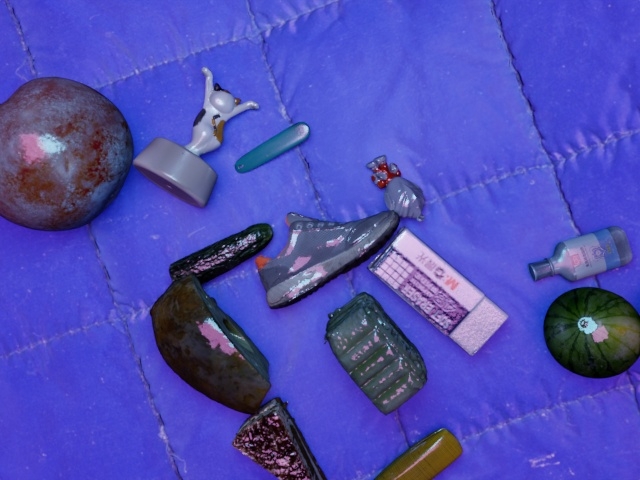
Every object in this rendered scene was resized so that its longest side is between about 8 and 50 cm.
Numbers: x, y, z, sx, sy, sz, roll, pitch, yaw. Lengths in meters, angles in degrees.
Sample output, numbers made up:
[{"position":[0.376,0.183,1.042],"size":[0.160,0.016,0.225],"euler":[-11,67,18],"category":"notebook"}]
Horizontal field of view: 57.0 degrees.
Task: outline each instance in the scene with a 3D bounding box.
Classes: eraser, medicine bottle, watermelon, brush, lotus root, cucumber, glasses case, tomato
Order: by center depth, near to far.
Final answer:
[{"position":[-0.540,-0.171,1.189],"size":[0.282,0.316,0.316],"euler":[40,92,-8],"category":"tomato"},{"position":[0.561,0.192,1.211],"size":[0.188,0.215,0.188],"euler":[-13,64,29],"category":"watermelon"},{"position":[-0.235,0.239,1.233],"size":[0.314,0.142,0.210],"euler":[39,104,-5],"category":"lotus root"},{"position":[0.249,0.106,1.265],"size":[0.287,0.086,0.130],"euler":[42,93,2],"category":"eraser"},{"position":[0.555,0.038,1.267],"size":[0.209,0.054,0.090],"euler":[-18,90,3],"category":"medicine bottle"},{"position":[0.200,0.497,1.278],"size":[0.234,0.064,0.079],"euler":[-39,92,2],"category":"glasses case"},{"position":[-0.210,0.032,1.290],"size":[0.241,0.074,0.074],"euler":[-26,89,2],"category":"cucumber"},{"position":[-0.106,-0.205,1.310],"size":[0.193,0.032,0.043],"euler":[-28,94,14],"category":"brush"}]

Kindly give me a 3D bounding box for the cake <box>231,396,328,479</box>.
[{"position":[-0.089,0.479,1.270],"size":[0.135,0.112,0.246],"euler":[-27,92,5],"category":"cake"}]

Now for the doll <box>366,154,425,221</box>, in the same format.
[{"position":[0.169,-0.111,1.278],"size":[0.094,0.079,0.180],"euler":[-30,75,-21],"category":"doll"}]

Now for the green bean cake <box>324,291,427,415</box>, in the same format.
[{"position":[0.113,0.218,1.203],"size":[0.125,0.227,0.222],"euler":[-42,89,7],"category":"green bean cake"}]

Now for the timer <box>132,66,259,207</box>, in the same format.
[{"position":[-0.255,-0.224,1.265],"size":[0.175,0.175,0.266],"euler":[30,79,2],"category":"timer"}]

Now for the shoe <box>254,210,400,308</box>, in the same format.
[{"position":[0.000,0.000,1.265],"size":[0.336,0.132,0.171],"euler":[-33,80,5],"category":"shoe"}]
